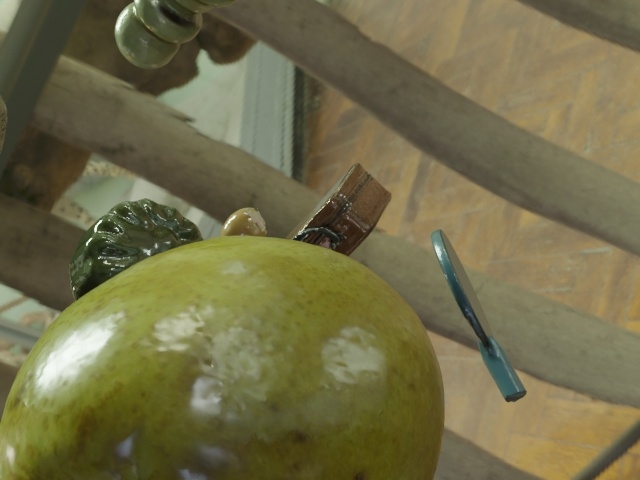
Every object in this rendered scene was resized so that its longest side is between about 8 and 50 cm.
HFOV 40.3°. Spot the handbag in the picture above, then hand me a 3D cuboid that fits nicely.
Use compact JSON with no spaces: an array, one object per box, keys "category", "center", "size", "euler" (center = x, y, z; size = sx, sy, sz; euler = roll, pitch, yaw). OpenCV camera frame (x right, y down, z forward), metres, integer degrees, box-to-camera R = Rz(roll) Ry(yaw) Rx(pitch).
[{"category":"handbag","center":[0.000,0.000,1.141],"size":[0.193,0.072,0.151],"euler":[-44,7,30]}]

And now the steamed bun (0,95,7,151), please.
[{"category":"steamed bun","center":[-0.488,-0.075,0.863],"size":[0.324,0.219,0.309],"euler":[-52,11,-7]}]

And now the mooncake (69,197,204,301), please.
[{"category":"mooncake","center":[-0.439,0.066,2.148],"size":[0.187,0.351,0.351],"euler":[-35,38,47]}]

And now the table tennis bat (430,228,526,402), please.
[{"category":"table tennis bat","center":[0.268,0.125,1.512],"size":[0.044,0.215,0.329],"euler":[-27,62,10]}]

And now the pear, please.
[{"category":"pear","center":[-0.070,0.137,0.596],"size":[0.304,0.303,0.304],"euler":[-47,30,38]}]

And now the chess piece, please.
[{"category":"chess piece","center":[-0.204,-0.342,1.239],"size":[0.243,0.133,0.133],"euler":[-38,36,37]}]

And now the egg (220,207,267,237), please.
[{"category":"egg","center":[-0.153,-0.017,1.710],"size":[0.096,0.080,0.080],"euler":[-35,34,18]}]
